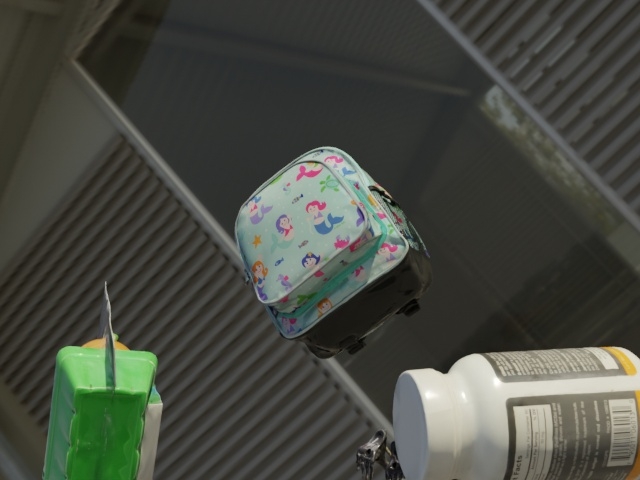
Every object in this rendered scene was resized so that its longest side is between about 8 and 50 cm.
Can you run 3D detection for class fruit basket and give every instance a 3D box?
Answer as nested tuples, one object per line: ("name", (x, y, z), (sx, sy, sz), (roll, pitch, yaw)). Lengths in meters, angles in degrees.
("fruit basket", (-0.347, 0.265, 1.589), (0.353, 0.165, 0.327), (-132, 50, -75))

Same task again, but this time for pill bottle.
("pill bottle", (0.234, 0.209, 1.135), (0.278, 0.162, 0.162), (-1, -24, -12))

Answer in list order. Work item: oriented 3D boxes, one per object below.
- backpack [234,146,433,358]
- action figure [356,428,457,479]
("backpack", (0.000, 0.000, 1.313), (0.225, 0.254, 0.191), (-37, -44, 12))
("action figure", (0.181, 0.403, 1.644), (0.275, 0.164, 0.141), (23, -100, -40))
